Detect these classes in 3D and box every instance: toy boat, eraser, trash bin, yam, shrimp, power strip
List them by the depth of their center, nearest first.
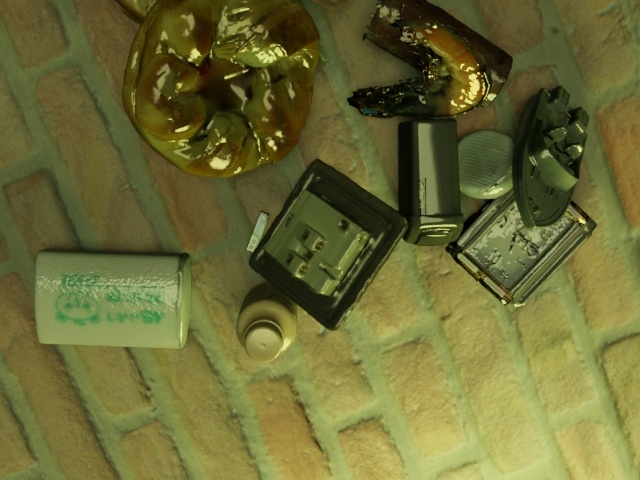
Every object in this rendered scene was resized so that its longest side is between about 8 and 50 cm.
[{"bbox_3d":[0.156,-0.302,1.433,0.291,0.054,0.222,-4,140,32],"label":"shrimp"},{"bbox_3d":[0.416,-0.140,1.450,0.141,0.092,0.319,39,54,-21],"label":"toy boat"},{"bbox_3d":[0.218,-0.363,1.479,0.280,0.131,0.131,29,98,-7],"label":"yam"},{"bbox_3d":[-0.002,-0.001,1.492,0.251,0.092,0.257,36,96,38],"label":"power strip"},{"bbox_3d":[0.202,-0.108,1.496,0.101,0.176,0.236,-3,97,-3],"label":"trash bin"},{"bbox_3d":[-0.403,0.113,1.565,0.290,0.104,0.189,2,104,0],"label":"eraser"}]

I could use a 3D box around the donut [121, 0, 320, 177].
[{"bbox_3d":[-0.165,-0.284,1.409,0.361,0.170,0.360,-15,121,-26],"label":"donut"}]

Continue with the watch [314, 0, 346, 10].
[{"bbox_3d":[0.021,-0.547,1.392,0.161,0.253,0.241,49,114,34],"label":"watch"}]

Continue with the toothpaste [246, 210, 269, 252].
[{"bbox_3d":[-0.124,-0.017,1.587,0.020,0.017,0.083,21,99,-5],"label":"toothpaste"}]

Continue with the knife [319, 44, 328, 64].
[{"bbox_3d":[-0.042,-0.411,1.516,0.022,0.026,0.184,-37,95,2],"label":"knife"}]

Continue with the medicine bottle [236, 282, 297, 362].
[{"bbox_3d":[-0.101,0.158,1.499,0.114,0.252,0.114,0,100,0],"label":"medicine bottle"}]

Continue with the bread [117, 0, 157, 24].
[{"bbox_3d":[-0.283,-0.476,1.476,0.183,0.224,0.211,-53,138,2],"label":"bread"}]

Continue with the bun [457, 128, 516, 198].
[{"bbox_3d":[0.321,-0.143,1.529,0.141,0.083,0.140,-8,73,27],"label":"bun"}]

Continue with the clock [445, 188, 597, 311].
[{"bbox_3d":[0.391,-0.009,1.562,0.186,0.083,0.253,42,97,-8],"label":"clock"}]
